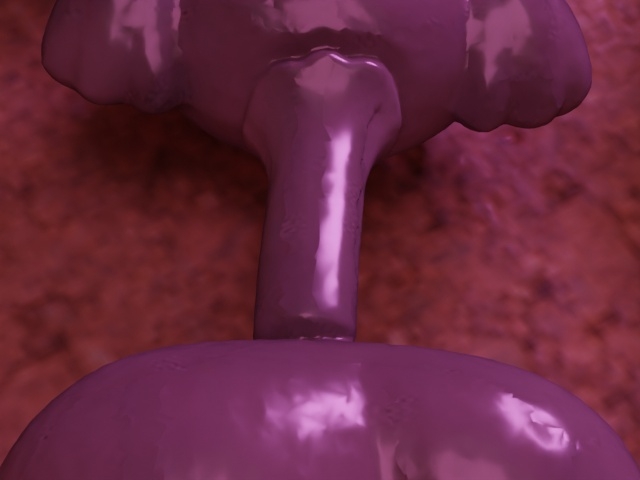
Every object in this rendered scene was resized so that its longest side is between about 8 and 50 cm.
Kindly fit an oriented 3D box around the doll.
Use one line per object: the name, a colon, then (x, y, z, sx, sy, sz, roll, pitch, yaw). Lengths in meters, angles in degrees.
doll: (0.000, 0.000, 0.439, 0.160, 0.094, 0.365, 3, 55, -5)
